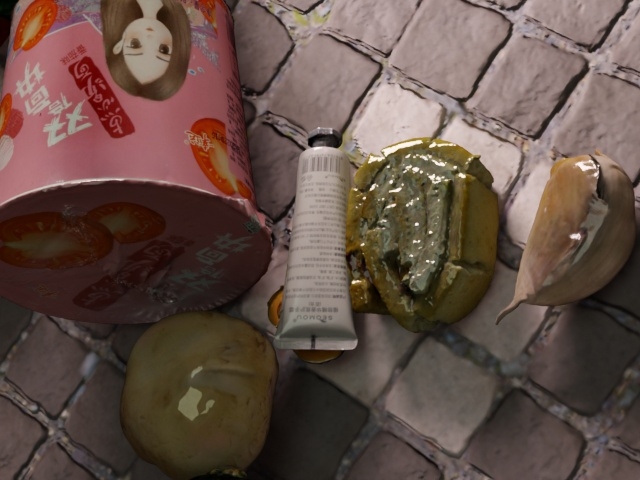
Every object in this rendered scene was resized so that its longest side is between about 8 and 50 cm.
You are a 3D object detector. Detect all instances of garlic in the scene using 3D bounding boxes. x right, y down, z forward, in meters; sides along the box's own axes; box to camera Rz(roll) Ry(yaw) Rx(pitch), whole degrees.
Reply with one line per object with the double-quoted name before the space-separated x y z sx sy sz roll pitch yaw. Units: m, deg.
"garlic" 0.196 0.002 1.232 0.084 0.066 0.152 -3 64 54

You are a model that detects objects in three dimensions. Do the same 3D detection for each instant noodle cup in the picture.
"instant noodle cup" -0.162 -0.084 1.342 0.243 0.243 0.231 -15 61 21

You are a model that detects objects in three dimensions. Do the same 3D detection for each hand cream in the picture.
"hand cream" 0.000 0.000 1.325 0.067 0.042 0.194 3 65 0

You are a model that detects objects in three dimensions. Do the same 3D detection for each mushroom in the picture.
"mushroom" -0.096 0.124 1.298 0.148 0.112 0.148 -11 66 24

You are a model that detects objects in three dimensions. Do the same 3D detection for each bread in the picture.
"bread" 0.079 -0.004 1.285 0.117 0.064 0.156 -10 67 24

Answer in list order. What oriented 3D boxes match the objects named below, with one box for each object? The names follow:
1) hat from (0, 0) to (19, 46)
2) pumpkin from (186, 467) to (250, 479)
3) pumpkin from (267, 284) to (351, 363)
"hat" -0.254 -0.276 1.484 0.332 0.242 0.274 -47 32 31
"pumpkin" -0.073 0.269 1.214 0.190 0.146 0.190 15 111 45
"pumpkin" -0.007 0.069 1.321 0.050 0.028 0.083 -36 63 -6
